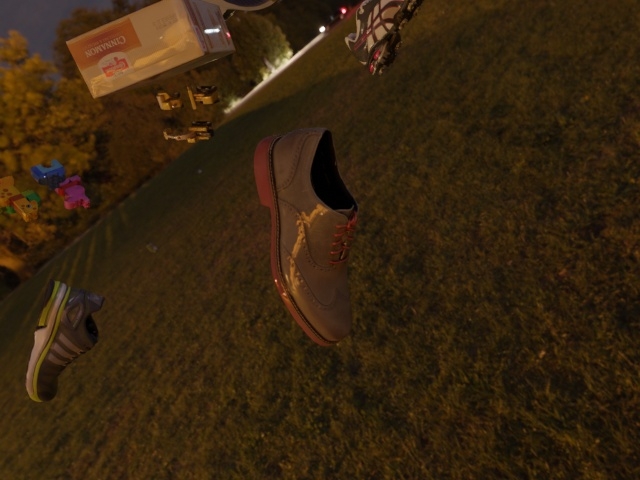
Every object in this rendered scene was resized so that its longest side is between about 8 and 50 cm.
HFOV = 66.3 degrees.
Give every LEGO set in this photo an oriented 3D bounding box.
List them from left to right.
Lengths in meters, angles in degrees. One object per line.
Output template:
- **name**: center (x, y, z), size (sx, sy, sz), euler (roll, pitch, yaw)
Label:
- **LEGO set**: center (-0.498, -0.063, 0.845), size (0.227, 0.093, 0.087), euler (-36, -19, -42)

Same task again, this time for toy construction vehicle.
- **toy construction vehicle**: center (-0.203, -0.193, 0.755), size (0.098, 0.086, 0.035), euler (3, 43, 7)

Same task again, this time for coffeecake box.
- **coffeecake box**: center (-0.200, -0.244, 0.620), size (0.142, 0.068, 0.185), euler (-18, 21, 9)

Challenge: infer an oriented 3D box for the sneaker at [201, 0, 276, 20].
- **sneaker**: center (-0.146, -0.449, 0.794), size (0.315, 0.127, 0.182), euler (-8, 56, 48)

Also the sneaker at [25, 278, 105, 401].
- **sneaker**: center (-0.546, 0.228, 1.048), size (0.300, 0.121, 0.111), euler (-66, 26, 22)

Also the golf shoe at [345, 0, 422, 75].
- **golf shoe**: center (0.135, -0.473, 1.012), size (0.105, 0.120, 0.273), euler (-47, -6, -36)

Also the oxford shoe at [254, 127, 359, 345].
- **oxford shoe**: center (0.000, 0.000, 0.752), size (0.130, 0.348, 0.123), euler (-9, 12, 38)
